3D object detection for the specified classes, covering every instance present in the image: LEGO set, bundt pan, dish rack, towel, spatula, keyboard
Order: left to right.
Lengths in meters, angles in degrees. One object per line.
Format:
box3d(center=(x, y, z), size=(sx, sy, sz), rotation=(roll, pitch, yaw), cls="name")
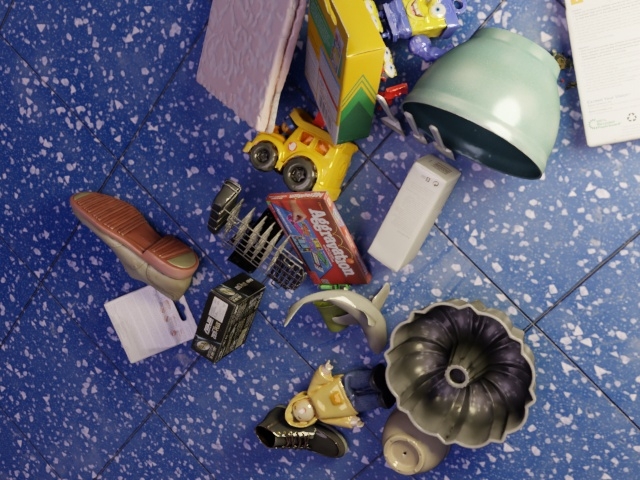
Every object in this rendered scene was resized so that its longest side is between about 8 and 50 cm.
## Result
box3d(center=(-0.152, -0.432, 1.682), size=(0.332, 0.053, 0.317), rotation=(44, 126, 44), cls="towel")
box3d(center=(-0.156, -0.011, 1.907), size=(0.100, 0.038, 0.192), rotation=(34, 118, -12), cls="keyboard")
box3d(center=(-0.138, 0.000, 1.773), size=(0.271, 0.074, 0.208), rotation=(38, 159, 2), cls="dish rack")
box3d(center=(0.182, -0.220, 1.557), size=(0.168, 0.242, 0.019), rotation=(34, 93, 17), cls="spatula")
box3d(center=(0.309, 0.269, 1.691), size=(0.330, 0.124, 0.331), rotation=(8, 108, 24), cls="bundt pan")
box3d(center=(0.466, -0.329, 1.498), size=(0.054, 0.023, 0.083), rotation=(12, 130, 50), cls="LEGO set")

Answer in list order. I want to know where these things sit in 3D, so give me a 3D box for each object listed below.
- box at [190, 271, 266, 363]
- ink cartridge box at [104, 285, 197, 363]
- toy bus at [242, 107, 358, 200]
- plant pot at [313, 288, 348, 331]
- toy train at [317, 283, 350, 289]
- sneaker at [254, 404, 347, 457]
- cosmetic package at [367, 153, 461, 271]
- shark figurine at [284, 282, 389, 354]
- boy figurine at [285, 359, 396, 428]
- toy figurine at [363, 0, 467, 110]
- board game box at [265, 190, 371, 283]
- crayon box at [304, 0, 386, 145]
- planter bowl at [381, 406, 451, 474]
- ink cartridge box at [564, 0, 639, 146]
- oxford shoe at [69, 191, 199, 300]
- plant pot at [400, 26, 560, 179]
box3d(center=(-0.225, 0.188, 1.925), size=(0.077, 0.147, 0.180), rotation=(30, 117, 17), cls="box")
box3d(center=(-0.444, 0.209, 2.111), size=(0.224, 0.056, 0.181), rotation=(-23, 93, 11), cls="ink cartridge box")
box3d(center=(-0.030, -0.217, 1.722), size=(0.220, 0.149, 0.211), rotation=(31, 103, 19), cls="toy bus")
box3d(center=(0.032, 0.168, 1.834), size=(0.083, 0.083, 0.079), rotation=(-4, 114, 28), cls="plant pot")
box3d(center=(0.030, 0.108, 1.843), size=(0.083, 0.023, 0.017), rotation=(-3, 103, 27), cls="toy train")
box3d(center=(-0.051, 0.496, 1.941), size=(0.222, 0.118, 0.083), rotation=(20, 113, 21), cls="sneaker")
box3d(center=(0.197, -0.058, 1.659), size=(0.085, 0.117, 0.231), rotation=(35, 116, 15), cls="cosmetic package")
box3d(center=(0.064, 0.161, 1.734), size=(0.278, 0.116, 0.166), rotation=(22, 107, -24), cls="shark figurine")
box3d(center=(0.033, 0.373, 1.881), size=(0.285, 0.092, 0.177), rotation=(-19, 98, 27), cls="boy figurine")
box3d(center=(0.176, -0.462, 1.567), size=(0.217, 0.191, 0.363), rotation=(-16, 81, -5), cls="toy figurine")
box3d(center=(0.000, 0.000, 1.738), size=(0.145, 0.027, 0.281), rotation=(-2, 137, 28), cls="board game box")
box3d(center=(0.043, -0.363, 1.524), size=(0.323, 0.083, 0.203), rotation=(96, 156, -62), cls="crayon box")
box3d(center=(0.209, 0.470, 1.808), size=(0.162, 0.109, 0.162), rotation=(8, 108, 24), cls="planter bowl")
box3d(center=(0.615, -0.356, 1.388), size=(0.324, 0.071, 0.330), rotation=(-7, 98, 29), cls="ink cartridge box")
box3d(center=(-0.499, 0.016, 2.025), size=(0.397, 0.140, 0.147), rotation=(35, 124, 16), cls="oxford shoe")
box3d(center=(0.323, -0.268, 1.463), size=(0.293, 0.293, 0.196), rotation=(28, 89, 17), cls="plant pot")
